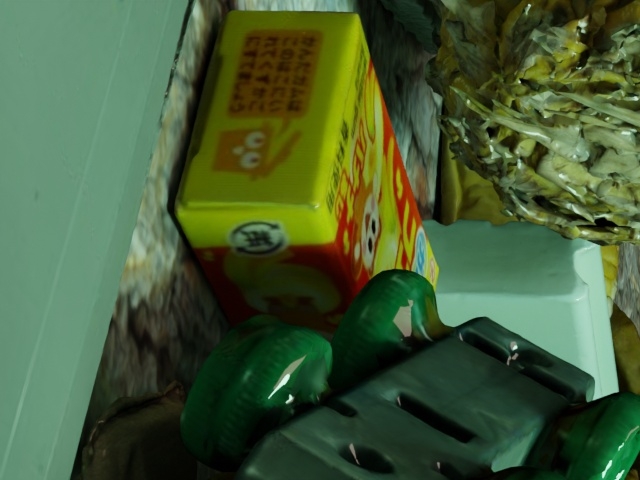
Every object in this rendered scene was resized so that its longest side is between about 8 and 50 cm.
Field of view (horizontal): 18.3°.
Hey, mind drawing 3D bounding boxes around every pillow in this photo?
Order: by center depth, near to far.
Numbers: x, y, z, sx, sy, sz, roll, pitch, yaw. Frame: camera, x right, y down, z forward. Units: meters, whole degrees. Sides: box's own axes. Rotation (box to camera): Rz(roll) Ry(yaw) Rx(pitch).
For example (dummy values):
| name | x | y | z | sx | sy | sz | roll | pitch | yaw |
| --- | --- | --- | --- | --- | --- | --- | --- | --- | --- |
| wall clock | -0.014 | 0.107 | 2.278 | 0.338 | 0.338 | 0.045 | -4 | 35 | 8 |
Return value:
| name | x | y | z | sx | sy | sz | roll | pitch | yaw |
| --- | --- | --- | --- | --- | --- | --- | --- | --- | --- |
| pillow | -0.092 | 0.180 | 1.000 | 0.135 | 0.034 | 0.211 | -12 | 104 | -76 |

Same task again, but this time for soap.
| name | x | y | z | sx | sy | sz | roll | pitch | yaw |
| --- | --- | --- | --- | --- | --- | --- | --- | --- | --- |
| soap | 0.153 | 0.107 | 1.593 | 0.088 | 0.159 | 0.265 | -71 | 157 | -43 |

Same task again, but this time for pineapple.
| name | x | y | z | sx | sy | sz | roll | pitch | yaw |
| --- | --- | --- | --- | --- | --- | --- | --- | --- | --- |
| pineapple | 0.233 | -0.171 | 1.427 | 0.352 | 0.352 | 0.300 | 72 | 25 | -49 |

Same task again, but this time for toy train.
| name | x | y | z | sx | sy | sz | roll | pitch | yaw |
| --- | --- | --- | --- | --- | --- | --- | --- | --- | --- |
| toy train | 0.027 | 0.167 | 1.027 | 0.429 | 0.178 | 0.249 | -21 | 137 | -64 |

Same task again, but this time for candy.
| name | x | y | z | sx | sy | sz | roll | pitch | yaw |
| --- | --- | --- | --- | --- | --- | --- | --- | --- | --- |
| candy | 0.000 | 0.000 | 1.200 | 0.276 | 0.088 | 0.146 | 70 | 25 | -53 |

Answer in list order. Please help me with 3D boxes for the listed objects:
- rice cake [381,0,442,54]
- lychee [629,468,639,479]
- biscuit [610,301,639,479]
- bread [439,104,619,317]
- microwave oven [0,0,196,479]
| name | x | y | z | sx | sy | sz | roll | pitch | yaw |
| --- | --- | --- | --- | --- | --- | --- | --- | --- | --- |
| rice cake | 0.083 | -0.260 | 1.545 | 0.189 | 0.037 | 0.198 | 32 | 61 | -70 |
| lychee | 0.153 | 0.263 | 1.450 | 0.267 | 0.267 | 0.268 | 1 | 90 | -73 |
| biscuit | 0.262 | 0.175 | 1.868 | 0.359 | 0.046 | 0.359 | 158 | -90 | -79 |
| bread | 0.184 | -0.062 | 1.703 | 0.119 | 0.152 | 0.288 | 37 | 55 | -63 |
| microwave oven | -0.159 | -0.056 | 0.498 | 0.237 | 0.181 | 0.295 | 65 | 30 | -52 |
